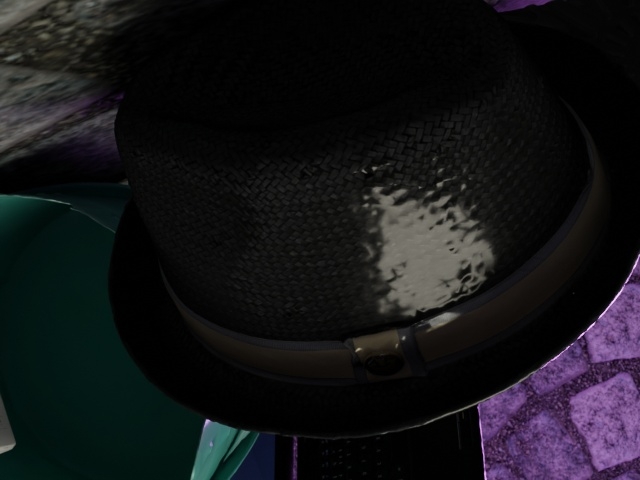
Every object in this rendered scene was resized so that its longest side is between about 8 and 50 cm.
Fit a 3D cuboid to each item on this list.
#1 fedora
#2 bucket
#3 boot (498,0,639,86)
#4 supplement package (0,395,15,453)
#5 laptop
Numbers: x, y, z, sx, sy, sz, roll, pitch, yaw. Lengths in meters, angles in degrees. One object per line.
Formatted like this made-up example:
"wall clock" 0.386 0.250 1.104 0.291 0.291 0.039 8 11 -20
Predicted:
"fedora" 0.010 -0.052 0.788 0.334 0.334 0.152 -22 137 8
"bucket" -0.172 0.091 1.031 0.281 0.281 0.183 -23 180 19
"boot" 0.249 -0.054 1.180 0.367 0.146 0.445 -2 160 4
"supplement package" -0.275 0.061 0.859 0.105 0.179 0.105 -22 172 13
"laptop" -0.009 0.129 1.226 0.264 0.234 0.136 -15 134 15
